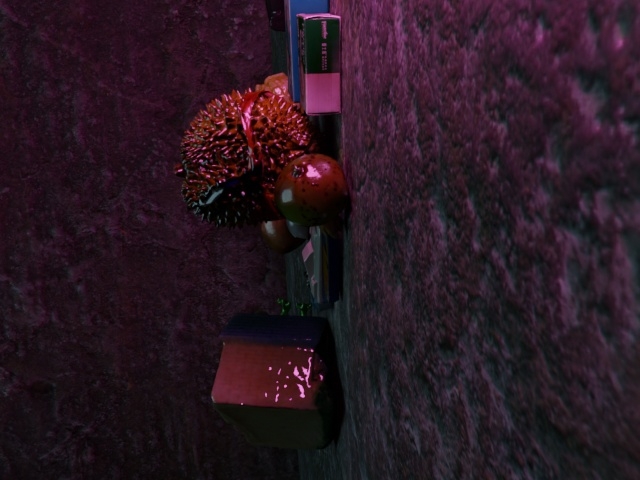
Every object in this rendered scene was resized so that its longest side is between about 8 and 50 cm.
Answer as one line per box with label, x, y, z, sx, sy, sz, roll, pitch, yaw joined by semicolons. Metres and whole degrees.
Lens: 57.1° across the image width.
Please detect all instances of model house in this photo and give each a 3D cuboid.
model house;-0.105;0.401;1.758;0.382;0.335;0.342;82;-169;-53

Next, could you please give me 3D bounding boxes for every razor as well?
razor;-0.135;-0.858;1.921;0.189;0.107;0.326;-100;8;-46

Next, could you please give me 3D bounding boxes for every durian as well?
durian;-0.165;-0.193;1.438;0.347;0.385;0.347;176;90;-90

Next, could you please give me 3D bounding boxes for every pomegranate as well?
pomegranate;-0.007;-0.089;1.243;0.159;0.159;0.205;-102;-14;-50

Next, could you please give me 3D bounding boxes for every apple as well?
apple;-0.121;-0.053;2.054;0.168;0.181;0.181;60;166;14

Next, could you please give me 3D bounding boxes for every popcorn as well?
popcorn;-0.122;-0.435;1.887;0.187;0.167;0.186;50;168;-35

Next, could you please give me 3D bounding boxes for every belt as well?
belt;-0.005;0.149;1.662;0.179;0.065;0.099;136;119;-80

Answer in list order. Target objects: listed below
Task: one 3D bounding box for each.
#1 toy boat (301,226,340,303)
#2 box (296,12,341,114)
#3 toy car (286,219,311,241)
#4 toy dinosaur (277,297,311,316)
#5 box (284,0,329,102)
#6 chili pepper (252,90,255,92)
toy boat;0.000;0.000;1.402;0.129;0.088;0.295;-106;13;-60
box;-0.003;-0.377;1.253;0.135;0.081;0.198;-109;15;-66
toy car;-0.033;-0.055;1.549;0.112;0.112;0.139;-101;9;-49
toy dinosaur;-0.115;0.428;2.241;0.499;0.144;0.374;74;-154;-58
box;-0.032;-0.457;1.377;0.153;0.092;0.244;-110;17;-65
chili pepper;-0.151;-0.402;2.154;0.384;0.168;0.213;74;-158;-60
